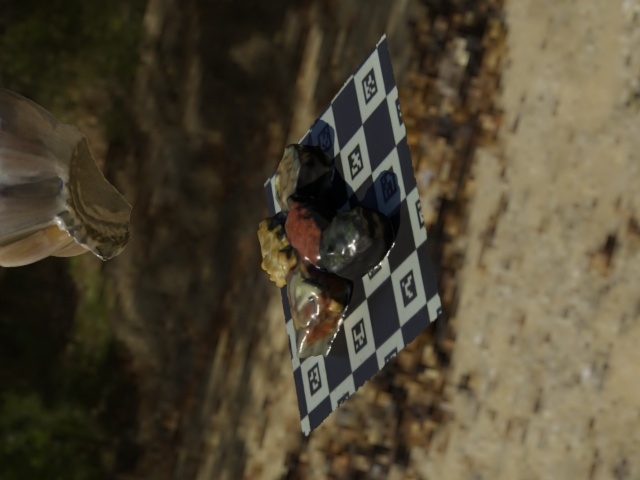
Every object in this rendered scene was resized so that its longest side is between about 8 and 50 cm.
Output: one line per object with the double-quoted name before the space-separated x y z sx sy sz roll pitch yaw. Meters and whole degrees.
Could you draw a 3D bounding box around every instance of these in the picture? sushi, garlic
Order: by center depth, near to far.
"sushi" 0.000 0.000 2.055 0.359 0.064 0.343 -47 46 52
"garlic" -0.367 -0.072 2.205 0.237 0.292 0.210 10 -93 -58
